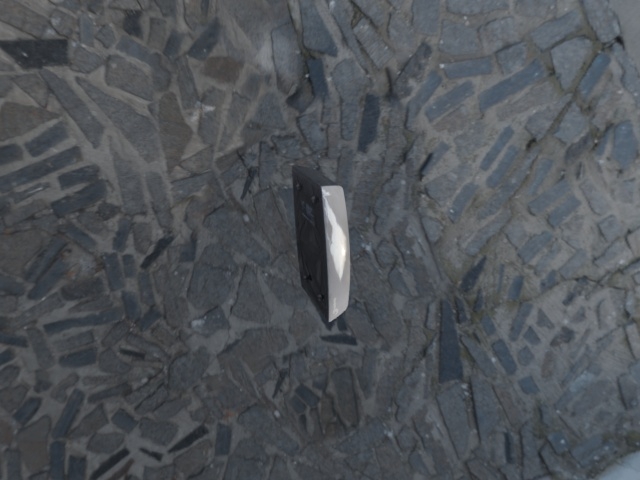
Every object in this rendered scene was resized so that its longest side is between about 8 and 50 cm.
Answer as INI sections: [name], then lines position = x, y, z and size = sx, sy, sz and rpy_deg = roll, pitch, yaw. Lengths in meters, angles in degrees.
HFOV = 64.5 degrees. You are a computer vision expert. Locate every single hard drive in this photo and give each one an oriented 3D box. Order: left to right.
[hard drive]
position = 0.000, 0.000, 0.930
size = 0.054, 0.172, 0.255
rpy_deg = -11, 114, -18
